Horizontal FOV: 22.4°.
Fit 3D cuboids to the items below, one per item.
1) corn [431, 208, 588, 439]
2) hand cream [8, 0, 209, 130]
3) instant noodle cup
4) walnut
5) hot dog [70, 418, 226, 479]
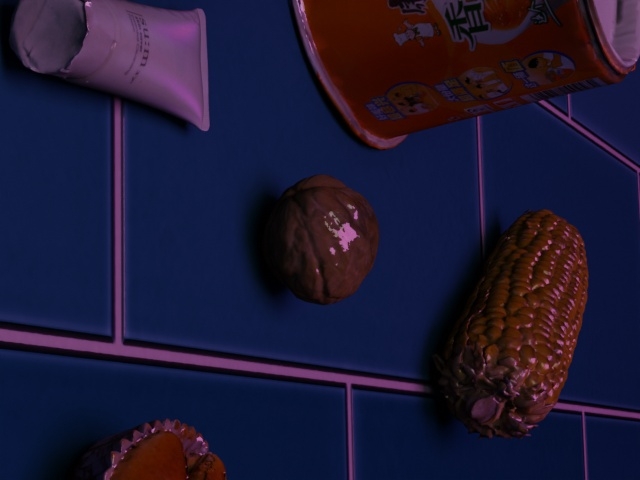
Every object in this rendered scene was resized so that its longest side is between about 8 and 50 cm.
[{"bbox_3d":[0.185,0.074,1.477,0.318,0.115,0.115,-57,136,-55],"label":"corn"},{"bbox_3d":[-0.107,-0.108,0.933,0.205,0.050,0.078,1,84,-70],"label":"hand cream"},{"bbox_3d":[0.127,-0.224,1.274,0.296,0.214,0.296,-6,90,-66],"label":"instant noodle cup"},{"bbox_3d":[0.000,0.000,1.113,0.092,0.092,0.092,-5,90,-66],"label":"walnut"},{"bbox_3d":[-0.095,0.228,0.857,0.144,0.075,0.268,22,68,-66],"label":"hot dog"}]
